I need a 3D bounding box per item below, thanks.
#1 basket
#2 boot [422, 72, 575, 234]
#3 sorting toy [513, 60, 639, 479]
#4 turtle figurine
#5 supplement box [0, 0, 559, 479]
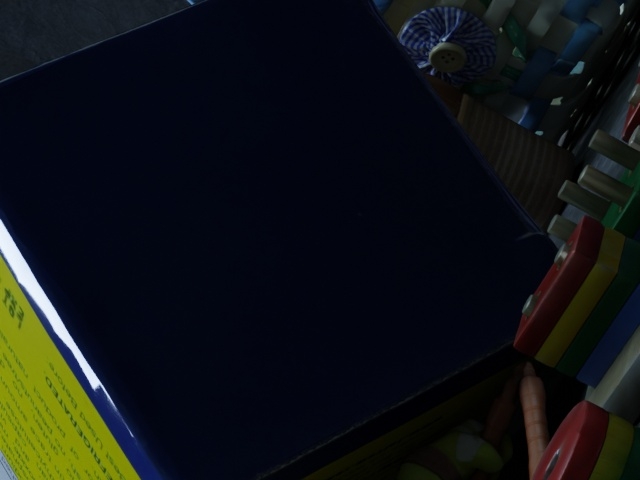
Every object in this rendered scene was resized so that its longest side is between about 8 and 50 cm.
[{"bbox_3d":[0.053,-0.180,1.142,0.201,0.289,0.255,-48,-12,-37],"label":"basket"},{"bbox_3d":[0.000,0.000,1.115,0.283,0.220,0.109,118,172,-51],"label":"boot"},{"bbox_3d":[0.117,-0.024,0.619,0.132,0.046,0.274,-62,0,37],"label":"sorting toy"},{"bbox_3d":[-0.008,0.175,0.703,0.269,0.087,0.217,-63,1,-33],"label":"turtle figurine"},{"bbox_3d":[-0.056,0.069,0.853,0.195,0.194,0.356,-25,-20,-26],"label":"supplement box"}]
